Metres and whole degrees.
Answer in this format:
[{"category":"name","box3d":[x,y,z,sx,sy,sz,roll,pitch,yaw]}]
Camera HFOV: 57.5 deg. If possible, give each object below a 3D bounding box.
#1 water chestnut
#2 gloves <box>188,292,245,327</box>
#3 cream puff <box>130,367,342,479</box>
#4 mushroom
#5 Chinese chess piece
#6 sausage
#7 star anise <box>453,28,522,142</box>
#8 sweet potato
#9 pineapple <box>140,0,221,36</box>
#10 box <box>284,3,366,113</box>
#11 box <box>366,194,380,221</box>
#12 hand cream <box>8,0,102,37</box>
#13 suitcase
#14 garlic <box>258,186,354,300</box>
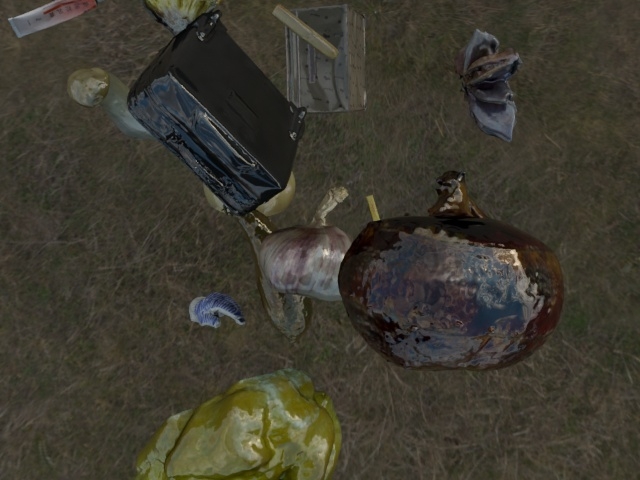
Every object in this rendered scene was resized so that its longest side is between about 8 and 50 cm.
[{"category":"water chestnut","box3d":[0.191,0.041,0.904,0.351,0.350,0.301,8,93,2]},{"category":"gloves","box3d":[-0.294,0.200,1.644,0.229,0.119,0.097,5,129,42]},{"category":"cream puff","box3d":[-0.114,0.386,0.939,0.378,0.378,0.275,-36,72,17]},{"category":"mushroom","box3d":[-0.482,-0.338,1.474,0.159,0.329,0.122,-10,76,18]},{"category":"Chinese chess piece","box3d":[-0.194,-0.156,1.597,0.251,0.250,0.097,8,121,2]},{"category":"sausage","box3d":[-0.024,-0.352,0.992,0.132,0.024,0.024,32,111,-20]},{"category":"star anise","box3d":[0.295,-0.273,1.016,0.093,0.236,0.229,-14,78,6]},{"category":"sweet potato","box3d":[-0.117,0.074,1.470,0.131,0.130,0.422,-16,112,11]},{"category":"pineapple","box3d":[-0.300,-0.533,1.255,0.237,0.114,0.186,12,135,11]},{"category":"box","box3d":[0.022,-0.519,1.716,0.191,0.225,0.296,4,105,17]},{"category":"box","box3d":[0.163,-0.068,1.721,0.023,0.155,0.086,-14,72,6]},{"category":"hand cream","box3d":[-0.572,-0.507,1.284,0.216,0.038,0.052,-31,138,-15]},{"category":"suitcase","box3d":[-0.200,-0.254,1.205,0.188,0.339,0.345,-27,123,27]},{"category":"garlic","box3d":[0.000,0.000,1.273,0.245,0.245,0.253,18,96,-2]}]
